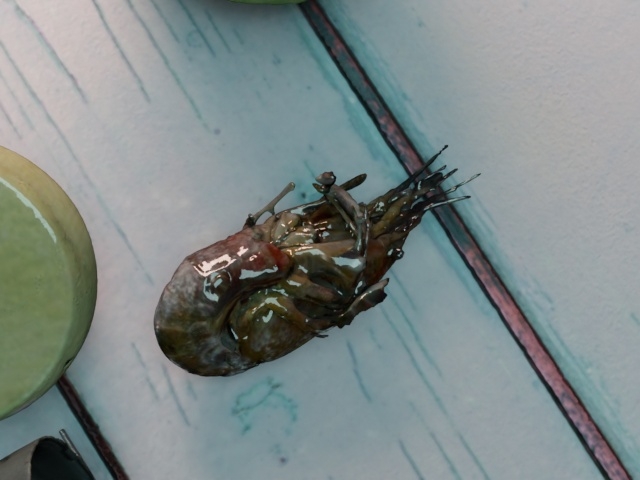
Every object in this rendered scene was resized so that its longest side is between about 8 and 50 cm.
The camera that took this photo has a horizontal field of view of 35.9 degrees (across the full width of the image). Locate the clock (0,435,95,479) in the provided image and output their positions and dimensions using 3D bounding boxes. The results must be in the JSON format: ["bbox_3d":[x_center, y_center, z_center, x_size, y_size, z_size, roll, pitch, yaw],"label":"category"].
[{"bbox_3d":[-0.172,0.297,0.732,0.061,0.312,0.312,-24,85,-6],"label":"clock"}]

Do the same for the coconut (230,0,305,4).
[{"bbox_3d":[-0.057,-0.363,0.843,0.281,0.328,0.328,-6,82,-12],"label":"coconut"}]

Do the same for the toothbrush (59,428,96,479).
[{"bbox_3d":[-0.209,0.212,0.891,0.006,0.008,0.097,-32,86,-25],"label":"toothbrush"}]

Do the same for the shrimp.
[{"bbox_3d":[0.000,0.003,0.902,0.343,0.116,0.145,-32,111,-15],"label":"shrimp"}]

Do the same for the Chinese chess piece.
[{"bbox_3d":[-0.314,0.035,0.826,0.250,0.101,0.250,-1,100,-6],"label":"Chinese chess piece"}]
